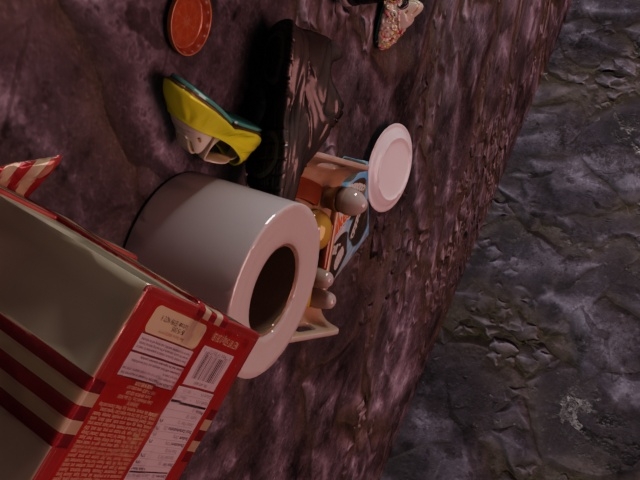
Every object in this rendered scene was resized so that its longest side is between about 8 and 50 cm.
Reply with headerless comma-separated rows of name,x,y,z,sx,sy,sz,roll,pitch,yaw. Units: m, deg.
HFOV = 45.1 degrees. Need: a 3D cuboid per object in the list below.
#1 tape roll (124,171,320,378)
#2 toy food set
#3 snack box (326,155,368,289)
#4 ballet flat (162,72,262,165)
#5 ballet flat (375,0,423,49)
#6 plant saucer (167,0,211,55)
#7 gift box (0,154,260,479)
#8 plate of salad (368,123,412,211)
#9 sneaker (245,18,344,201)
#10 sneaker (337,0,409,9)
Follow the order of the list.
tape roll,-0.130,0.044,1.043,0.246,0.169,0.246,-50,149,-45
toy food set,0.001,0.013,1.286,0.219,0.092,0.306,2,97,-63
snack box,0.000,0.000,1.465,0.322,0.060,0.187,-51,148,-42
ballet flat,-0.145,-0.144,1.003,0.077,0.077,0.231,-56,161,5
ballet flat,0.166,-0.481,1.473,0.091,0.077,0.241,-18,123,-65
plant saucer,-0.161,-0.268,0.938,0.083,0.013,0.083,-48,148,-44
gift box,-0.233,0.088,0.706,0.276,0.258,0.255,-59,156,-11
plate of salad,0.147,-0.162,1.713,0.200,0.048,0.200,-29,126,-49
sneaker,-0.027,-0.169,1.129,0.130,0.109,0.286,3,102,-37
sneaker,0.129,-0.501,1.264,0.269,0.153,0.101,-71,159,-4
